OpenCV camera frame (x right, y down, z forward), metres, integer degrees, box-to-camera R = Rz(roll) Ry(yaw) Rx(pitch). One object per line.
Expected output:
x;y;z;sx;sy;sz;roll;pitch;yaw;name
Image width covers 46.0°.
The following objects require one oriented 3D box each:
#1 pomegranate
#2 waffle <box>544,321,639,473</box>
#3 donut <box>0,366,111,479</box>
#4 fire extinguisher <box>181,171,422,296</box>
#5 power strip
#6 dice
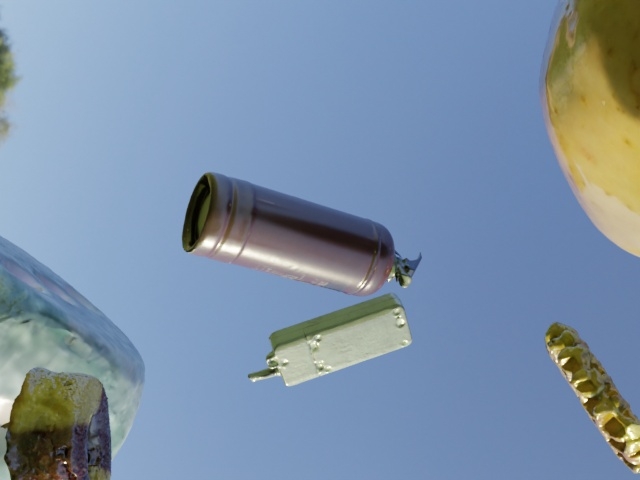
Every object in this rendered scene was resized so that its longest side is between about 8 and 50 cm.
0.402;-0.141;0.684;0.411;0.411;0.411;-22;-119;47;pomegranate
0.384;0.222;1.013;0.056;0.249;0.253;-35;-177;8;waffle
-0.205;0.172;0.604;0.140;0.059;0.140;177;-90;-86;donut
0.000;0.000;0.963;0.102;0.344;0.138;-65;-153;19;fire extinguisher
0.011;0.178;1.289;0.053;0.288;0.093;-114;-173;-62;power strip
-0.474;0.191;1.045;0.330;0.328;0.348;-50;-147;-9;dice
